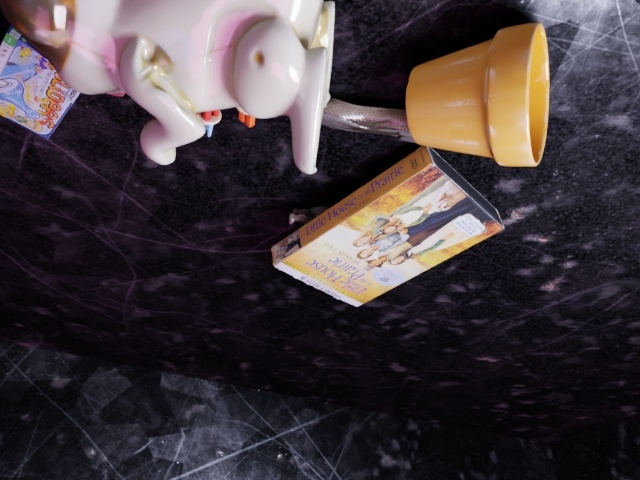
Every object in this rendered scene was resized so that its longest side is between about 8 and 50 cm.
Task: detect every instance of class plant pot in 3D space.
[{"bbox_3d":[0.243,-0.218,0.819,0.187,0.205,0.205,4,149,30],"label":"plant pot"}]

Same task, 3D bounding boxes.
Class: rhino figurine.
[{"bbox_3d":[0.000,0.000,1.254,0.106,0.073,0.243,1,147,11],"label":"rhino figurine"}]

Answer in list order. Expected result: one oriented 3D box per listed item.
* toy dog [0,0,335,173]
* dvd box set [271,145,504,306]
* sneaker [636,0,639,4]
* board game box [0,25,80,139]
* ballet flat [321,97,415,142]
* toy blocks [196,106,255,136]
[{"bbox_3d":[-0.189,-0.284,0.686,0.407,0.285,0.396,5,140,2],"label":"toy dog"},{"bbox_3d":[0.145,-0.006,1.157,0.420,0.062,0.307,-32,137,28],"label":"dvd box set"},{"bbox_3d":[0.362,-0.414,0.601,0.318,0.112,0.131,28,122,-35],"label":"sneaker"},{"bbox_3d":[-0.516,-0.277,0.941,0.136,0.035,0.201,30,138,-32],"label":"board game box"},{"bbox_3d":[0.083,-0.225,0.939,0.249,0.058,0.084,11,-179,0],"label":"ballet flat"},{"bbox_3d":[-0.166,-0.238,0.941,0.123,0.054,0.148,12,145,-10],"label":"toy blocks"}]
